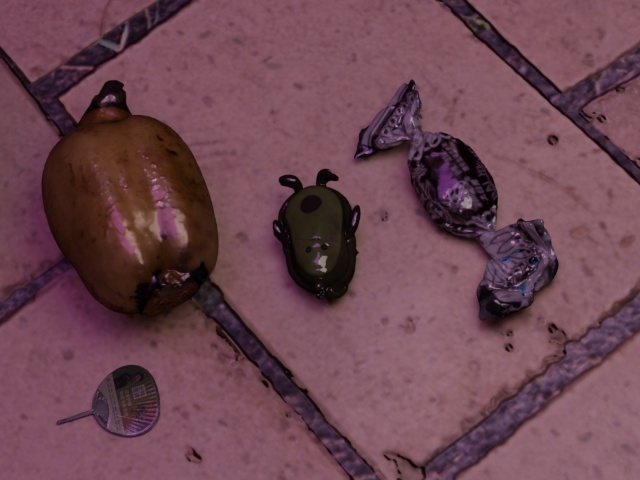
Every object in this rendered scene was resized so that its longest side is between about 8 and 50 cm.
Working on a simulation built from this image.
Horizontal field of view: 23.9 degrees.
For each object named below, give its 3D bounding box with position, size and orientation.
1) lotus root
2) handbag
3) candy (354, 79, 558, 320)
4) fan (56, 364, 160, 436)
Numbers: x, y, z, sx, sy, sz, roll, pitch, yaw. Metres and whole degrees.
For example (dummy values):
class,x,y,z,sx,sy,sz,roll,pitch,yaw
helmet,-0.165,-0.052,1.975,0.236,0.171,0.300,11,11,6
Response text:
class,x,y,z,sx,sy,sz,roll,pitch,yaw
lotus root,-0.156,-0.034,1.212,0.125,0.118,0.221,-5,52,-32
handbag,0.000,0.000,1.208,0.072,0.047,0.111,-10,58,4
candy,0.105,-0.034,1.210,0.094,0.051,0.226,-30,62,-5
fan,-0.162,0.123,1.190,0.080,0.003,0.060,8,63,12
